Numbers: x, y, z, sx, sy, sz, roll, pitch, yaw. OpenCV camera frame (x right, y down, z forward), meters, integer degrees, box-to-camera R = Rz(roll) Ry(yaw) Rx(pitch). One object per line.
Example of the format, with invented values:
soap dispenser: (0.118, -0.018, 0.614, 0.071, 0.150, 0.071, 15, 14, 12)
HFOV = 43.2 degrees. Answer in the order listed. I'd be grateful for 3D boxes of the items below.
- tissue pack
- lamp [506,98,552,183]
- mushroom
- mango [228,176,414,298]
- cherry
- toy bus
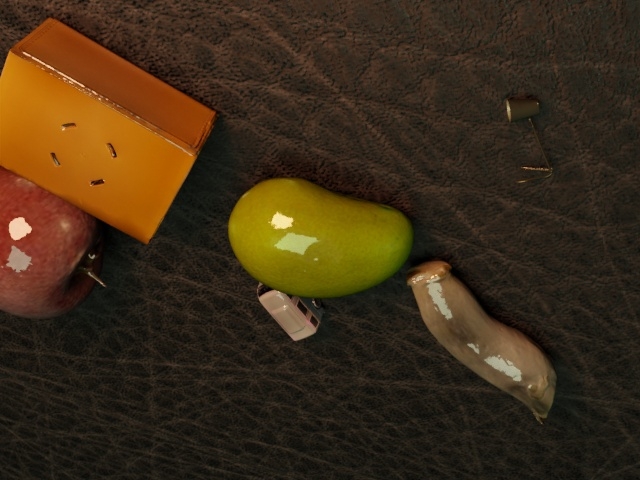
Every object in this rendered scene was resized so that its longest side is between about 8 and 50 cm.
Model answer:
tissue pack: (-0.312, -0.160, 1.159, 0.274, 0.145, 0.194, 30, 129, -11)
lamp: (0.288, -0.141, 1.107, 0.054, 0.041, 0.121, -9, 121, 8)
mushroom: (0.265, 0.163, 1.307, 0.351, 0.097, 0.109, 41, 124, -16)
mango: (-0.005, 0.006, 1.214, 0.273, 0.149, 0.185, 17, 127, -6)
cherry: (-0.465, -0.007, 1.262, 0.307, 0.221, 0.261, 34, 149, 10)
toy bus: (-0.052, 0.105, 1.345, 0.060, 0.075, 0.123, -25, 118, 28)
